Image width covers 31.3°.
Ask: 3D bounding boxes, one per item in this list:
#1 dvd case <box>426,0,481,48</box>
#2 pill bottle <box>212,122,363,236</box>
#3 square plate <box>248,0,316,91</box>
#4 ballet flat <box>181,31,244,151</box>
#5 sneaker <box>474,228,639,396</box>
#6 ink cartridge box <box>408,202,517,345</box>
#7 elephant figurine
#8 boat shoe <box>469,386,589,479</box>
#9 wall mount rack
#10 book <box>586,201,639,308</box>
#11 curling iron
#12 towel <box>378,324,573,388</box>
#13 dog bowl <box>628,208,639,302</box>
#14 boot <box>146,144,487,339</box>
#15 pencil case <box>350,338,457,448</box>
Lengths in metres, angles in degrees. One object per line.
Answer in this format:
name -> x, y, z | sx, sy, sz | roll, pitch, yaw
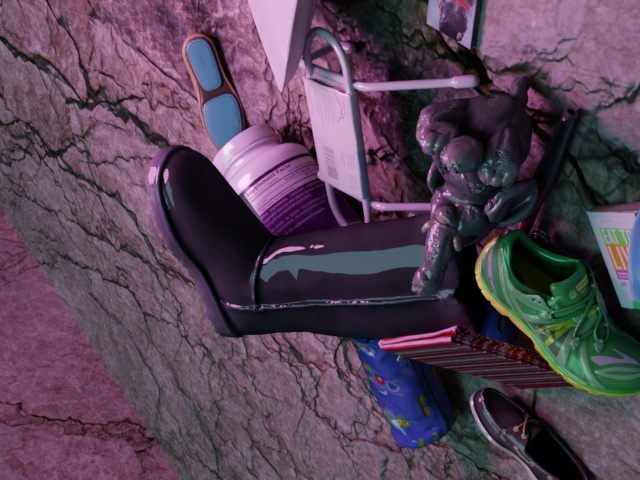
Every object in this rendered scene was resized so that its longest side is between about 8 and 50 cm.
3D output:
dvd case -> 0.181, -0.327, 1.543 | 0.087, 0.013, 0.119 | 39, 143, 32
pill bottle -> -0.045, -0.038, 1.966 | 0.323, 0.181, 0.181 | 53, 149, 12
square plate -> -0.054, -0.453, 1.645 | 0.347, 0.049, 0.344 | 106, 153, -50
ballet flat -> -0.195, -0.276, 2.117 | 0.073, 0.080, 0.232 | -120, 14, -69
sneaker -> 0.336, 0.100, 1.550 | 0.295, 0.109, 0.123 | 40, 149, 12
ink cartridge box -> 0.216, 0.086, 1.815 | 0.224, 0.045, 0.223 | 40, 145, 30
elephant figurine -> 0.201, -0.067, 1.526 | 0.169, 0.186, 0.239 | -97, 0, -47
boat shoe -> 0.333, 0.315, 1.809 | 0.228, 0.081, 0.068 | 47, 145, 8
wall mount rack -> 0.097, -0.161, 1.713 | 0.304, 0.130, 0.350 | 29, 138, 47
book -> 0.409, 0.021, 1.489 | 0.096, 0.035, 0.144 | 0, 117, 61
curling iron -> 0.312, -0.070, 1.548 | 0.068, 0.035, 0.274 | 31, 139, 25
towel -> 0.249, 0.174, 1.672 | 0.199, 0.275, 0.031 | -18, 58, 60
dog bowl -> 0.450, 0.083, 1.356 | 0.074, 0.166, 0.297 | 2, 117, 42
boot -> 0.001, 0.001, 1.703 | 0.445, 0.146, 0.367 | 0, 133, 30
pencil case -> 0.137, 0.219, 1.919 | 0.133, 0.119, 0.306 | 30, 151, 49
